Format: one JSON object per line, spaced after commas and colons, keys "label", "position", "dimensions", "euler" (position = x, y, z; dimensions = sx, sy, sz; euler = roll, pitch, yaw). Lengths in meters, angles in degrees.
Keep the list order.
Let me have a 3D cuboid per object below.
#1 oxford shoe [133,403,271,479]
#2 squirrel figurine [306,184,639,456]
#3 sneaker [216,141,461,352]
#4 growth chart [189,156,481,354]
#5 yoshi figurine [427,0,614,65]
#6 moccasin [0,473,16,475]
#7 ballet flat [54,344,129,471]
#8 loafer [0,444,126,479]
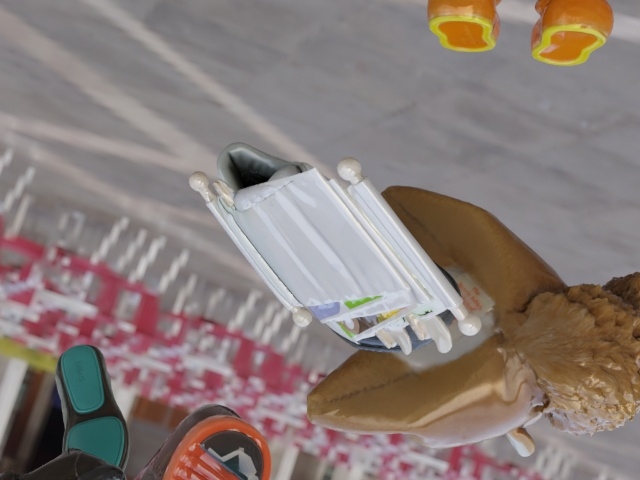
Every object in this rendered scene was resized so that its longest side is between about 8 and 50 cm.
{"label": "oxford shoe", "position": [-0.128, 0.250, 1.298], "dimensions": [0.097, 0.271, 0.098], "euler": [32, 180, -20]}
{"label": "squirrel figurine", "position": [0.233, 0.140, 1.934], "dimensions": [0.397, 0.281, 0.370], "euler": [7, 163, 23]}
{"label": "sneaker", "position": [0.000, 0.000, 1.727], "dimensions": [0.330, 0.122, 0.146], "euler": [32, 166, 41]}
{"label": "growth chart", "position": [0.007, 0.013, 1.217], "dimensions": [0.172, 0.021, 0.237], "euler": [55, 152, -17]}
{"label": "yoshi figurine", "position": [0.195, -0.352, 1.485], "dimensions": [0.203, 0.362, 0.203], "euler": [20, 164, -38]}
{"label": "moccasin", "position": [-0.275, 0.390, 2.060], "dimensions": [0.342, 0.117, 0.138], "euler": [22, 154, -17]}
{"label": "ballet flat", "position": [-0.240, 0.202, 1.811], "dimensions": [0.072, 0.213, 0.068], "euler": [-12, 135, -5]}
{"label": "loafer", "position": [-0.285, 0.260, 1.561], "dimensions": [0.220, 0.080, 0.078], "euler": [-23, -138, -33]}
